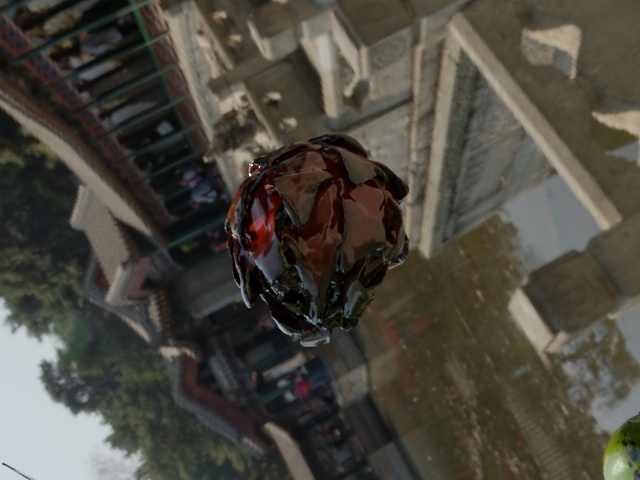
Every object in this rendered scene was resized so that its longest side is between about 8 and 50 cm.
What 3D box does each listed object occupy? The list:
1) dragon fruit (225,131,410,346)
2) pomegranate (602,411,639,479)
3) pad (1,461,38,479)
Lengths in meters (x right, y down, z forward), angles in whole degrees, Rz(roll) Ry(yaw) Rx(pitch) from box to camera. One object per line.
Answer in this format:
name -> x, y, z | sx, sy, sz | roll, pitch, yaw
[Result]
dragon fruit -> -0.003, -0.006, 0.781 | 0.188, 0.182, 0.182 | 44, 164, 40
pomegranate -> 0.452, 0.319, 1.102 | 0.156, 0.156, 0.220 | 85, 170, -75
pad -> -0.178, 0.283, 0.828 | 0.163, 0.004, 0.243 | 7, 151, 44
